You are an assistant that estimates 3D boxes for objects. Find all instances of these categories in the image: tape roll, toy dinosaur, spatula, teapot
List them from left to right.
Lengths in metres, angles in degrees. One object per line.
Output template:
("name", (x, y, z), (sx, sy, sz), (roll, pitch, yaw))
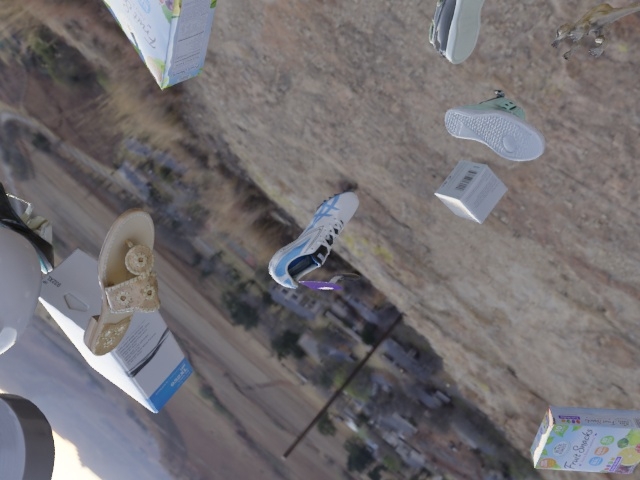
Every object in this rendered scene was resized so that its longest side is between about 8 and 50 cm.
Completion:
("teapot", (-0.611, 0.070, 1.192), (0.256, 0.252, 0.187), (-8, 158, 32))
("tape roll", (-0.520, 0.343, 1.096), (0.219, 0.219, 0.072), (31, 176, 25))
("spatula", (0.041, 0.098, 1.738), (0.084, 0.030, 0.296), (0, -177, 23))
("toy dinosaur", (0.396, -0.311, 1.025), (0.053, 0.092, 0.183), (44, 154, -25))

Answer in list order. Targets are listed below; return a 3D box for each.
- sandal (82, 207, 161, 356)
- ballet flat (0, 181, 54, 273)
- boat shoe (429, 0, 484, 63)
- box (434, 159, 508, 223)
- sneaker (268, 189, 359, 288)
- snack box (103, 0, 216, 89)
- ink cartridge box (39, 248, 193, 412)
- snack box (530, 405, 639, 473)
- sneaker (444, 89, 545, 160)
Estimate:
("sandal", (-0.239, 0.073, 0.922), (0.079, 0.088, 0.240), (38, 123, 19))
("ballet flat", (-0.672, -0.031, 1.624), (0.095, 0.096, 0.280), (25, 157, 31))
("boat shoe", (0.300, -0.530, 1.511), (0.091, 0.109, 0.304), (43, 140, 33))
("box", (0.329, -0.108, 1.562), (0.087, 0.101, 0.102), (41, 174, -27))
("sneaker", (0.000, 0.000, 1.416), (0.086, 0.237, 0.085), (37, 170, 36))
("snack box", (-0.205, -0.321, 0.886), (0.174, 0.070, 0.207), (55, 154, 12))
("ink cartridge box", (-0.419, 0.190, 1.470), (0.223, 0.129, 0.307), (28, 151, 28))
("snack box", (0.375, 0.277, 0.987), (0.141, 0.037, 0.100), (5, 126, -2))
("sneaker", (0.396, -0.245, 1.473), (0.256, 0.151, 0.094), (35, 139, 50))
